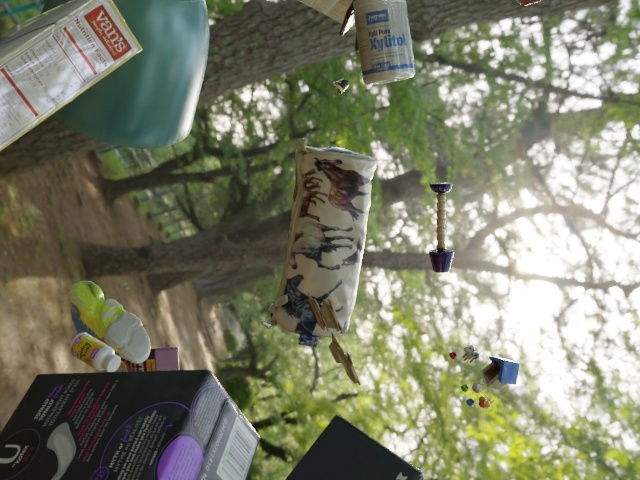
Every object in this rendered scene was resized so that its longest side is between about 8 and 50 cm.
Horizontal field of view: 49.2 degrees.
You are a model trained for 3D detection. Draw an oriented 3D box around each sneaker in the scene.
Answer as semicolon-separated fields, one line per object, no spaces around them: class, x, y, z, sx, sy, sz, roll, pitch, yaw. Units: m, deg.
sneaker;-0.478;0.201;1.579;0.240;0.091;0.126;46;-44;14
sneaker;0.052;-0.371;1.678;0.031;0.035;0.083;51;7;-18

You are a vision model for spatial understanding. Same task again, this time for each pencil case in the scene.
pencil case;0.000;0.000;1.415;0.160;0.183;0.410;28;-65;51

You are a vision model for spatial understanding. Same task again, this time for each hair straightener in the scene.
hair straightener;0.088;-0.363;1.120;0.089;0.047;0.230;46;-16;2

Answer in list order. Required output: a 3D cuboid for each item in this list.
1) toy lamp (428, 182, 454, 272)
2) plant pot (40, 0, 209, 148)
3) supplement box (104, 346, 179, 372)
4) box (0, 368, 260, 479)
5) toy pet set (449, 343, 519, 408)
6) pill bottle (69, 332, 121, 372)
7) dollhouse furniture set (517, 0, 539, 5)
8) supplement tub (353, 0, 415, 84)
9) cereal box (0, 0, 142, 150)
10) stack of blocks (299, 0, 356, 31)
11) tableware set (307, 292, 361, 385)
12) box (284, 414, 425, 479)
toy lamp;0.370;-0.039;2.145;0.080;0.080;0.275;-146;-127;-76
plant pot;-0.314;-0.330;1.144;0.235;0.293;0.293;-60;-142;31
supplement box;-0.434;0.318;1.696;0.081;0.188;0.104;8;74;-56
box;-0.234;0.258;0.815;0.143;0.270;0.165;63;32;-36
toy pet set;0.323;0.253;1.336;0.065;0.114;0.122;-54;-145;34
pill bottle;-0.372;0.188;1.159;0.083;0.043;0.043;23;-32;23
dollhouse furniture set;0.429;-0.694;1.525;0.152;0.374;0.201;-9;-106;41
supplement tub;0.083;-0.261;0.910;0.071;0.071;0.107;-147;-134;-76
cereal box;-0.243;-0.068;0.433;0.173;0.240;0.047;12;-39;51
stack of blocks;0.041;-0.588;1.593;0.087;0.297;0.171;-40;-133;38
tableware set;0.022;0.153;1.122;0.141;0.020;0.168;67;-9;-7
box;0.037;0.478;1.067;0.182;0.296;0.294;27;-25;36
